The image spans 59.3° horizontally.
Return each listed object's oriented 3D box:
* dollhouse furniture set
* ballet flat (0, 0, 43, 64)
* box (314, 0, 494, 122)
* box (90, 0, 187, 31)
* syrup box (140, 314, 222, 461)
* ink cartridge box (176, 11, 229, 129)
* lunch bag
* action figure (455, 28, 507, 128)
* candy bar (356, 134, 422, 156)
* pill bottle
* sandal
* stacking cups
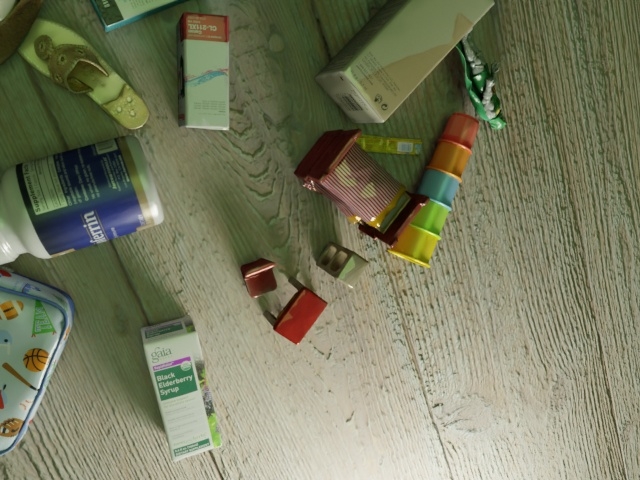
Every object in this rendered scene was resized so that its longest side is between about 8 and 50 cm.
[{"bbox_3d":[0.000,0.000,1.044,0.201,0.152,0.374,38,86,-23],"label":"dollhouse furniture set"},{"bbox_3d":[-0.442,-0.398,0.808,0.116,0.124,0.342,37,87,-5],"label":"ballet flat"},{"bbox_3d":[0.152,-0.368,1.036,0.311,0.148,0.121,-47,112,-5],"label":"box"},{"bbox_3d":[-0.257,-0.433,0.911,0.244,0.060,0.100,-28,108,-14],"label":"box"},{"bbox_3d":[-0.256,0.267,1.030,0.093,0.096,0.236,-13,106,-18],"label":"syrup box"},{"bbox_3d":[-0.196,-0.272,0.929,0.073,0.127,0.175,-2,101,-19],"label":"ink cartridge box"},{"bbox_3d":[-0.550,0.178,0.893,0.243,0.115,0.303,23,93,-21],"label":"lunch bag"},{"bbox_3d":[0.329,-0.328,1.142,0.232,0.064,0.137,59,38,-28],"label":"action figure"},{"bbox_3d":[0.136,-0.191,1.131,0.162,0.018,0.040,0,104,-21],"label":"candy bar"},{"bbox_3d":[-0.396,-0.060,0.882,0.265,0.153,0.153,-19,107,-16],"label":"pill bottle"},{"bbox_3d":[-0.374,-0.268,0.888,0.240,0.079,0.088,39,86,-23],"label":"sandal"},{"bbox_3d":[0.238,-0.106,1.160,0.096,0.096,0.316,23,86,-23],"label":"stacking cups"}]
